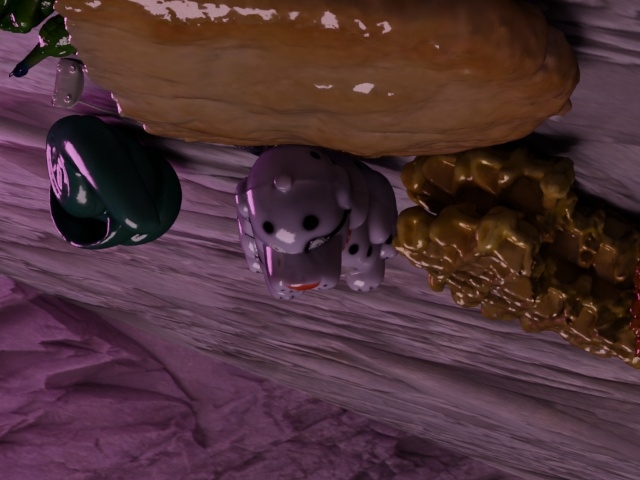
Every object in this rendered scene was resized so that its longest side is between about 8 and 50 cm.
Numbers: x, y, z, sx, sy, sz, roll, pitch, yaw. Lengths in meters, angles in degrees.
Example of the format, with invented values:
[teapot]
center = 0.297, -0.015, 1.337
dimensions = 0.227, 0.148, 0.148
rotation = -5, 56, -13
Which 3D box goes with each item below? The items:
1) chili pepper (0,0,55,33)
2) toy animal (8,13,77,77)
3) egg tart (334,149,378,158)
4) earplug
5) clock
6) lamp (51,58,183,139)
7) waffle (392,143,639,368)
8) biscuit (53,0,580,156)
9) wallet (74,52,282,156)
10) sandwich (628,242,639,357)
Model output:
[chili pepper]
center = -0.287, -0.238, 1.706
dimensions = 0.074, 0.100, 0.257
rotation = 41, 179, -10
[toy animal]
center = -0.209, -0.222, 1.711
dimensions = 0.217, 0.075, 0.041
rotation = -29, 110, 21
[egg tart]
center = 0.023, -0.120, 1.892
dimensions = 0.105, 0.039, 0.105
rotation = 19, 168, 4
[earplug]
center = -0.250, -0.072, 2.251
dimensions = 0.257, 0.164, 0.280
rotation = -3, 171, 33
[clock]
center = -0.015, -0.029, 1.937
dimensions = 0.189, 0.189, 0.254
rotation = 18, 178, 8
[lamp]
center = -0.236, -0.162, 2.144
dimensions = 0.050, 0.056, 0.198
rotation = 10, 174, 43
[waffle]
center = 0.235, 0.011, 1.877
dimensions = 0.324, 0.151, 0.261
rotation = 33, 167, -32
[biscuit]
center = -0.006, -0.143, 1.538
dimensions = 0.446, 0.104, 0.429
rotation = 6, 167, -3
[wallet]
center = -0.145, -0.181, 1.871
dimensions = 0.262, 0.071, 0.221
rotation = 24, 171, -2
[sandwich]
center = 0.388, 0.044, 1.708
dimensions = 0.292, 0.212, 0.109
rotation = 14, -171, -41
